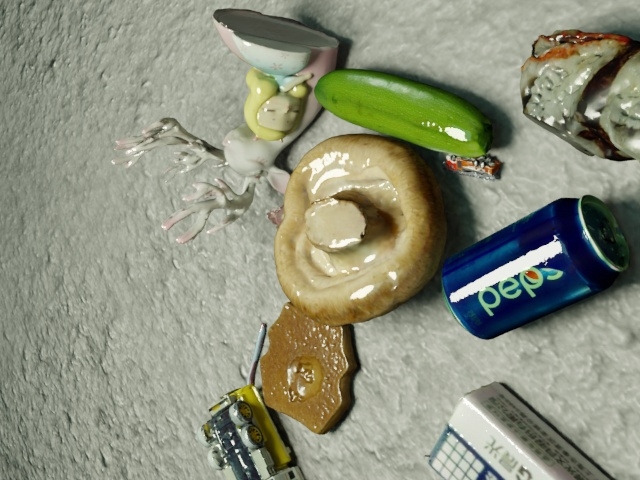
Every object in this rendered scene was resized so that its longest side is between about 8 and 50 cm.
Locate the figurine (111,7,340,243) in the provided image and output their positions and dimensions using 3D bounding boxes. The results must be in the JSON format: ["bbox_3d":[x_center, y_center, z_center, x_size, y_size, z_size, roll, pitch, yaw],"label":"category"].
[{"bbox_3d":[-0.144,-0.176,1.156,0.206,0.284,0.315,39,127,36],"label":"figurine"}]

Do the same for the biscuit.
[{"bbox_3d":[-0.016,0.180,1.193,0.182,0.034,0.215,19,101,39],"label":"biscuit"}]

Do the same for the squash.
[{"bbox_3d":[0.112,-0.177,1.040,0.293,0.082,0.082,25,107,36],"label":"squash"}]

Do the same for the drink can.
[{"bbox_3d":[0.247,0.033,0.900,0.205,0.118,0.118,-33,69,38],"label":"drink can"}]

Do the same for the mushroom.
[{"bbox_3d":[0.046,-0.016,1.050,0.278,0.146,0.278,-10,71,31],"label":"mushroom"}]

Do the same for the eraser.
[{"bbox_3d":[0.266,0.310,0.910,0.287,0.086,0.130,44,120,32],"label":"eraser"}]

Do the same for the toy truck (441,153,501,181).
[{"bbox_3d":[0.196,-0.099,1.005,0.083,0.024,0.032,19,133,37],"label":"toy truck"}]

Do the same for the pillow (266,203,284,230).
[{"bbox_3d":[0.000,0.000,1.168,0.118,0.043,0.185,-38,67,22],"label":"pillow"}]

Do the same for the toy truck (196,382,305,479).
[{"bbox_3d":[-0.101,0.341,1.219,0.098,0.114,0.226,-36,72,24],"label":"toy truck"}]

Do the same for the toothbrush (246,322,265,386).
[{"bbox_3d":[-0.115,0.229,1.295,0.019,0.013,0.193,20,104,33],"label":"toothbrush"}]

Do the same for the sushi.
[{"bbox_3d":[0.326,-0.135,0.790,0.332,0.124,0.129,36,102,59],"label":"sushi"}]
